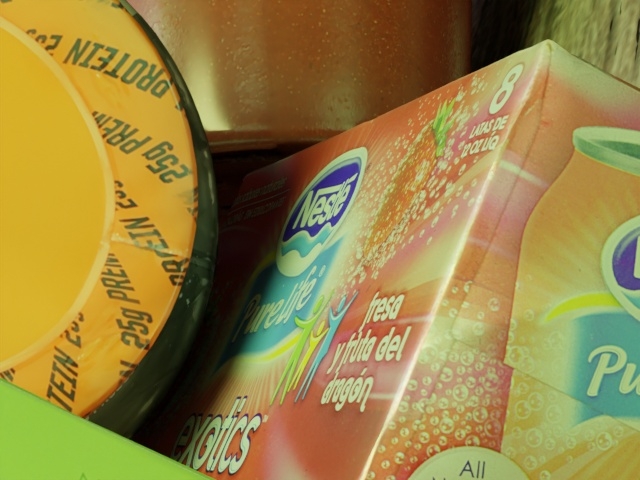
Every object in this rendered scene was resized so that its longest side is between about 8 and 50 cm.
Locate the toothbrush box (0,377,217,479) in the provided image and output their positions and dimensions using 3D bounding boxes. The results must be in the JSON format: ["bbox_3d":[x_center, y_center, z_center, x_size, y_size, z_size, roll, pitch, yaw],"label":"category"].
[{"bbox_3d":[-0.035,0.144,0.468,0.206,0.283,0.122,-35,32,62],"label":"toothbrush box"}]

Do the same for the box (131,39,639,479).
[{"bbox_3d":[0.049,0.056,0.606,0.142,0.154,0.300,-66,12,-12],"label":"box"}]

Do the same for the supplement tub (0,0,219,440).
[{"bbox_3d":[-0.155,0.001,0.711,0.207,0.207,0.338,-66,11,-12],"label":"supplement tub"}]

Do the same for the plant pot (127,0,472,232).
[{"bbox_3d":[-0.033,-0.140,0.978,0.272,0.272,0.265,143,127,-62],"label":"plant pot"}]
